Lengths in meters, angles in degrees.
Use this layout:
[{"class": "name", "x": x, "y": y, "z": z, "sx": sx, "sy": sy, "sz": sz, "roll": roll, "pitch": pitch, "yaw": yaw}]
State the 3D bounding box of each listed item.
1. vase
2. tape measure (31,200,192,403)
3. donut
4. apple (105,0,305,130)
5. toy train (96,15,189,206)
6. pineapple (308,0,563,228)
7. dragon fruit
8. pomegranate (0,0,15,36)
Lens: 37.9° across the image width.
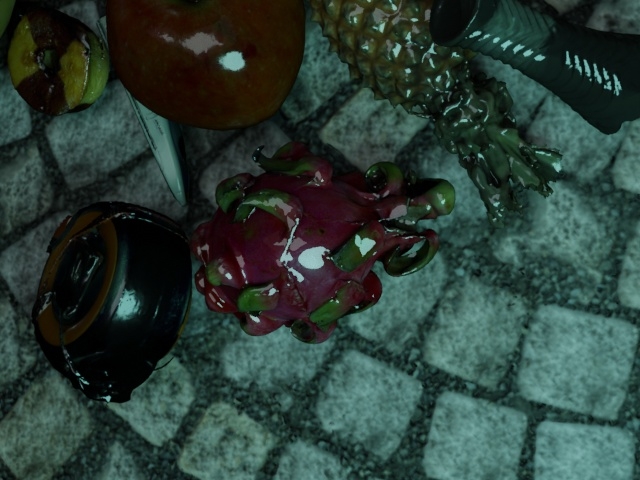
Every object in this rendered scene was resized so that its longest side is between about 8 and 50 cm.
[{"class": "vase", "x": 0.222, "y": -0.193, "z": 0.931, "sx": 0.238, "sy": 0.115, "sz": 0.115, "roll": 15, "pitch": 93, "yaw": -29}, {"class": "tape measure", "x": -0.244, "y": 0.062, "z": 1.074, "sx": 0.202, "sy": 0.135, "sz": 0.222, "roll": 33, "pitch": 101, "yaw": 49}, {"class": "donut", "x": -0.320, "y": -0.220, "z": 1.152, "sx": 0.141, "sy": 0.059, "sz": 0.140, "roll": 3, "pitch": 96, "yaw": 30}, {"class": "apple", "x": -0.124, "y": -0.230, "z": 1.043, "sx": 0.230, "sy": 0.230, "sz": 0.229, "roll": -1, "pitch": 88, "yaw": 15}, {"class": "toy train", "x": -0.200, "y": -0.161, "z": 1.138, "sx": 0.048, "sy": 0.055, "sz": 0.251, "roll": -25, "pitch": 83, "yaw": 3}, {"class": "pineapple", "x": 0.121, "y": -0.178, "z": 1.000, "sx": 0.175, "sy": 0.175, "sz": 0.361, "roll": -30, "pitch": 84, "yaw": 12}, {"class": "dragon fruit", "x": -0.005, "y": 0.002, "z": 1.023, "sx": 0.273, "sy": 0.198, "sz": 0.218, "roll": 0, "pitch": 76, "yaw": -10}, {"class": "pomegranate", "x": -0.531, "y": -0.316, "z": 1.105, "sx": 0.333, "sy": 0.332, "sz": 0.332, "roll": -1, "pitch": 88, "yaw": 15}]
